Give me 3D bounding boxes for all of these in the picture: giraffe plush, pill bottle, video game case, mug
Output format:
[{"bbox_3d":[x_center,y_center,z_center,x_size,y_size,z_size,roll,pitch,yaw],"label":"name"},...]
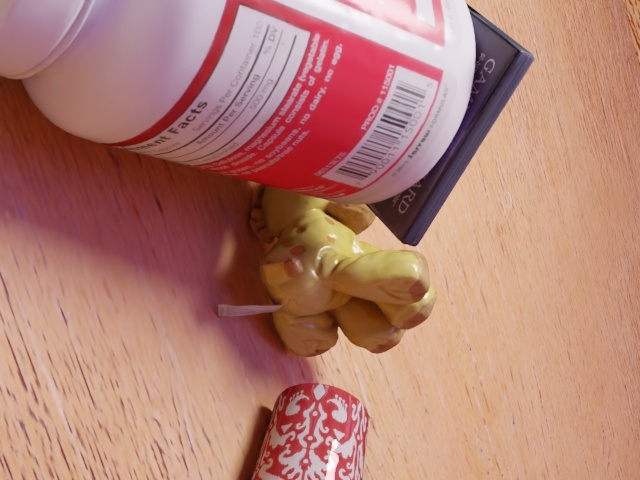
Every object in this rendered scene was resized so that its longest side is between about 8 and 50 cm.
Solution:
[{"bbox_3d":[0.000,0.000,1.159,0.210,0.181,0.170,9,56,-22],"label":"giraffe plush"},{"bbox_3d":[-0.085,-0.171,0.927,0.407,0.229,0.229,13,69,-44],"label":"pill bottle"},{"bbox_3d":[0.057,-0.151,1.095,0.026,0.196,0.274,11,28,-43],"label":"video game case"},{"bbox_3d":[-0.021,0.233,1.095,0.113,0.150,0.169,24,46,-12],"label":"mug"}]
